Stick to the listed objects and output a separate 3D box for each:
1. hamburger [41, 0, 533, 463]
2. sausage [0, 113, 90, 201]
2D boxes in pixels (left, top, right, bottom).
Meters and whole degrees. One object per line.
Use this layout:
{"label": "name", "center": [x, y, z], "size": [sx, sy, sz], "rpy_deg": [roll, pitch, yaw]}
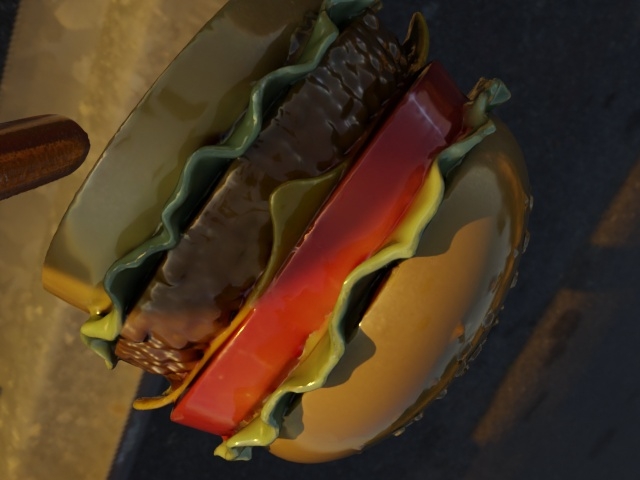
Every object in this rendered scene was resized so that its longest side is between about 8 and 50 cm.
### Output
{"label": "hamburger", "center": [0.000, 0.000, 0.587], "size": [0.274, 0.212, 0.274], "rpy_deg": [-52, -179, 1]}
{"label": "sausage", "center": [-0.243, -0.039, 0.663], "size": [0.053, 0.053, 0.348], "rpy_deg": [-64, 170, 20]}
